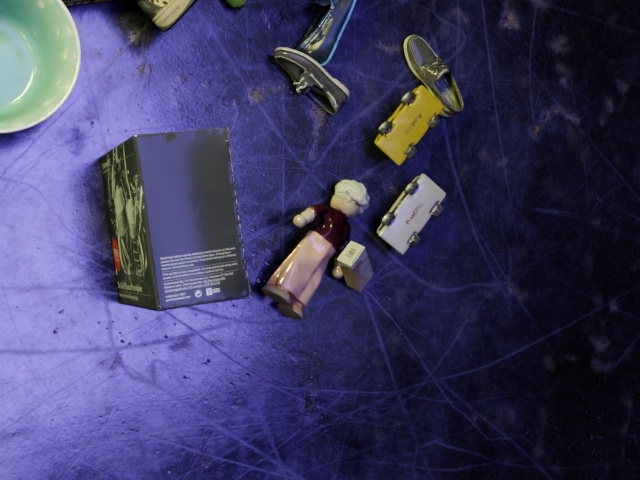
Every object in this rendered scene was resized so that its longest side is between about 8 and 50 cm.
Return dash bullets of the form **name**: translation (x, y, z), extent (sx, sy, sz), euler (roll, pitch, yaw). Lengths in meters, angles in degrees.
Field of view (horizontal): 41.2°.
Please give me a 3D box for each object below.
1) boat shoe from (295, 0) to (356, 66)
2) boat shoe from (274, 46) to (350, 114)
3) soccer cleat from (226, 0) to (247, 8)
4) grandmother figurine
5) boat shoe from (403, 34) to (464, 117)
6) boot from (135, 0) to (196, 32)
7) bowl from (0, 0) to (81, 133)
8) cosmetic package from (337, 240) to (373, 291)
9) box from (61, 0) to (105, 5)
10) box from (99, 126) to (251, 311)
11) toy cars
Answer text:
- **boat shoe**: translation (0.020, -0.524, 1.928), extent (0.089, 0.109, 0.258), euler (23, 77, -19)
- **boat shoe**: translation (-0.024, -0.358, 1.918), extent (0.206, 0.075, 0.065), euler (32, 72, -26)
- **soccer cleat**: translation (-0.153, -0.593, 1.874), extent (0.072, 0.060, 0.179), euler (40, 76, -17)
- **grandmother figurine**: translation (0.000, 0.000, 1.909), extent (0.342, 0.104, 0.207), euler (-56, 144, -20)
- **boat shoe**: translation (0.283, -0.403, 2.063), extent (0.080, 0.073, 0.223), euler (-36, 103, -22)
- **boot**: translation (-0.288, -0.621, 1.615), extent (0.284, 0.138, 0.377), euler (38, 117, -15)
- **bowl**: translation (-0.618, -0.343, 1.590), extent (0.312, 0.163, 0.311), euler (1, 88, -24)
- **cosmetic package**: translation (0.081, 0.060, 1.936), extent (0.060, 0.041, 0.115), euler (-53, 149, -20)
- **box**: translation (-0.450, -0.651, 1.726), extent (0.257, 0.079, 0.321), euler (-15, 95, -27)
- **box**: translation (-0.290, -0.036, 1.637), extent (0.179, 0.343, 0.312), euler (-7, 91, -25)
- **toy cars**: translation (0.202, -0.166, 2.016), extent (0.177, 0.087, 0.393), euler (-3, 93, -20)
